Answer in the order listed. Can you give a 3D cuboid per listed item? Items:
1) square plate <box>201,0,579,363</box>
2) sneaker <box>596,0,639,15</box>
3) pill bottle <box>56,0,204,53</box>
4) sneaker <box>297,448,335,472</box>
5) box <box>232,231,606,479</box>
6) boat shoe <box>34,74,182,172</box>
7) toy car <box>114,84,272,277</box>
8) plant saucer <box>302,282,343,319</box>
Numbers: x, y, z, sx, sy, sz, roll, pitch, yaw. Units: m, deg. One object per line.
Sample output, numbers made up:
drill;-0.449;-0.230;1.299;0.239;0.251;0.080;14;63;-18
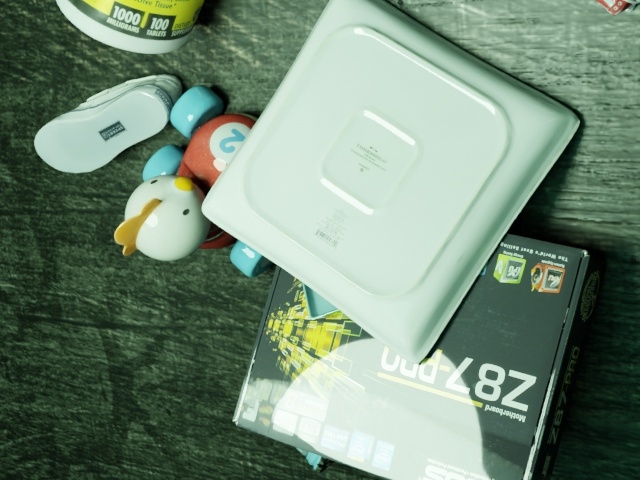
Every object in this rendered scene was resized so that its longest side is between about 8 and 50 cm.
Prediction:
square plate;0.066;-0.090;1.307;0.347;0.049;0.344;35;95;20
sneaker;0.341;-0.263;1.153;0.118;0.042;0.067;21;114;35
pill bottle;-0.199;-0.416;1.371;0.188;0.188;0.334;39;125;16
sneaker;0.008;0.199;1.519;0.125;0.104;0.262;38;124;21
box;0.112;0.128;1.347;0.394;0.097;0.318;15;88;29
boat shoe;-0.302;-0.170;1.602;0.258;0.084;0.095;-13;120;31
toy car;-0.173;-0.055;1.459;0.219;0.238;0.210;42;126;14
plant saucer;0.000;0.000;1.372;0.067;0.018;0.192;-21;68;23
